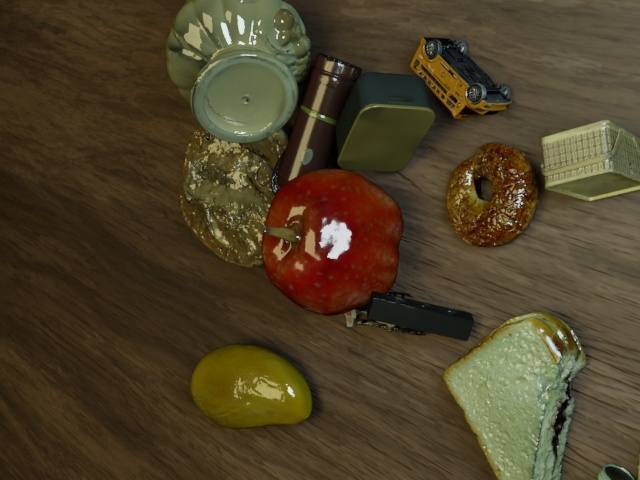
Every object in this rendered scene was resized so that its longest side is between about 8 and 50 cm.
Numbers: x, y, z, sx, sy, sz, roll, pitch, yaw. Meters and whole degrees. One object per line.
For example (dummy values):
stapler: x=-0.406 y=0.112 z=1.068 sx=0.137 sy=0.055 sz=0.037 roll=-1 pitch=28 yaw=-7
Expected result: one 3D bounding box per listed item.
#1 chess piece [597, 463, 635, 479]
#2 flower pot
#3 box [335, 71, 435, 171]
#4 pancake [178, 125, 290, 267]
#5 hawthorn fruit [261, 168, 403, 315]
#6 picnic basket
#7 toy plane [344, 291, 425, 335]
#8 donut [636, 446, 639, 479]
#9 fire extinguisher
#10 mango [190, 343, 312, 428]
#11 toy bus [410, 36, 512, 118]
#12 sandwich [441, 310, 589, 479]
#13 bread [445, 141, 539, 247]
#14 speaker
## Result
chess piece: x=0.459 y=0.440 z=1.258 sx=0.059 sy=0.059 sz=0.149 roll=37 pitch=122 yaw=35
flower pot: x=-0.162 y=-0.353 z=1.577 sx=0.307 sy=0.307 sz=0.244 roll=-49 pitch=37 yaw=33
box: x=0.113 y=-0.219 z=1.426 sx=0.201 sy=0.144 sz=0.090 roll=116 pitch=151 yaw=-59
pancake: x=-0.185 y=-0.123 z=1.783 sx=0.386 sy=0.082 sz=0.387 roll=4 pitch=96 yaw=37
hawthorn fruit: x=0.000 y=0.000 z=1.455 sx=0.287 sy=0.330 sz=0.287 roll=-6 pitch=80 yaw=35
picnic basket: x=0.423 y=-0.119 z=1.180 sx=0.115 sy=0.164 sz=0.080 roll=-14 pitch=74 yaw=42
toy plane: x=0.123 y=0.145 z=1.543 sx=0.197 sy=0.053 sz=0.078 roll=1 pitch=102 yaw=38
donut: x=0.538 y=0.393 z=1.012 sx=0.160 sy=0.330 sz=0.330 roll=-16 pitch=82 yaw=35
fire extinguisher: x=-0.005 y=-0.201 z=1.578 sx=0.105 sy=0.141 sz=0.341 roll=-121 pitch=47 yaw=-65
mango: x=-0.168 y=0.333 z=1.767 sx=0.331 sy=0.142 sz=0.195 roll=-13 pitch=88 yaw=34
toy bus: x=0.250 y=-0.284 z=1.379 sx=0.194 sy=0.083 sz=0.088 roll=55 pitch=135 yaw=29
sandwich: x=0.360 y=0.283 z=1.303 sx=0.254 sy=0.099 sz=0.288 roll=-41 pitch=65 yaw=36
bread: x=0.300 y=-0.078 z=1.360 sx=0.193 sy=0.064 sz=0.193 roll=0 pitch=90 yaw=45
speaker: x=0.183 y=0.140 z=1.412 sx=0.040 sy=0.191 sz=0.046 roll=-94 pitch=18 yaw=-73
